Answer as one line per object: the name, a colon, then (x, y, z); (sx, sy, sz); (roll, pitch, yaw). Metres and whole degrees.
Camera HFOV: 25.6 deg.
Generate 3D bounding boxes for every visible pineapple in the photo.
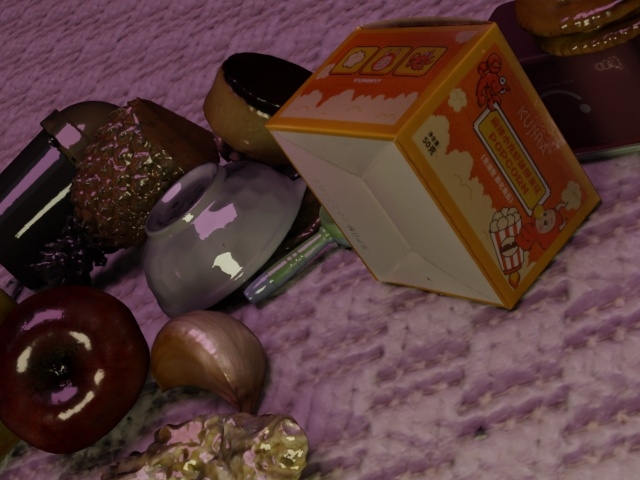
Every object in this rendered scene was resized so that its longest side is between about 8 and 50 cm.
pineapple: (-0.329, -0.053, 2.245); (0.362, 0.202, 0.202); (-47, 26, 16)

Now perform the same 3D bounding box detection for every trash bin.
trash bin: (-0.433, -0.091, 2.392); (0.334, 0.214, 0.214); (-47, 30, -7)

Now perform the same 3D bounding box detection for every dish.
dish: (-0.164, -0.028, 2.061); (0.303, 0.120, 0.303); (-35, 25, 19)

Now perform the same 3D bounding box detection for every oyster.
oyster: (-0.157, 0.286, 1.629); (0.351, 0.114, 0.238); (-23, 31, 23)

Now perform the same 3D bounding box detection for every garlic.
garlic: (-0.141, 0.146, 1.824); (0.128, 0.115, 0.207); (-41, 31, -21)

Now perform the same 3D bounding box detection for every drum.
drum: (0.010, 0.004, 1.937); (0.253, 0.049, 0.130); (-47, 30, -14)

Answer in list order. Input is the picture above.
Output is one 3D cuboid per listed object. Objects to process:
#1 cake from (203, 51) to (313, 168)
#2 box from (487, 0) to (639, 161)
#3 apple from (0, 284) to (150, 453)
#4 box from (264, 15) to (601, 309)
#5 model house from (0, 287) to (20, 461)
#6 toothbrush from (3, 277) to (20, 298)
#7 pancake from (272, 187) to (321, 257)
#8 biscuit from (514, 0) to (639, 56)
cake: (-0.093, -0.178, 2.210); (0.208, 0.185, 0.178); (44, 125, 40)
box: (0.334, -0.221, 1.802); (0.294, 0.167, 0.193); (-8, 38, 40)
apple: (-0.337, 0.166, 1.902); (0.234, 0.234, 0.234); (-27, 30, 17)
box: (0.139, -0.098, 1.705); (0.260, 0.283, 0.214); (9, 53, 52)
model house: (-0.507, 0.209, 2.011); (0.173, 0.268, 0.239); (2, 50, 32)
toothbrush: (-0.569, 0.191, 2.290); (0.042, 0.040, 0.418); (-22, 31, 27)
pancake: (-0.050, -0.034, 2.085); (0.199, 0.021, 0.199); (-28, 28, 16)
biscuit: (0.339, -0.303, 1.677); (0.220, 0.066, 0.220); (-26, 31, 17)
